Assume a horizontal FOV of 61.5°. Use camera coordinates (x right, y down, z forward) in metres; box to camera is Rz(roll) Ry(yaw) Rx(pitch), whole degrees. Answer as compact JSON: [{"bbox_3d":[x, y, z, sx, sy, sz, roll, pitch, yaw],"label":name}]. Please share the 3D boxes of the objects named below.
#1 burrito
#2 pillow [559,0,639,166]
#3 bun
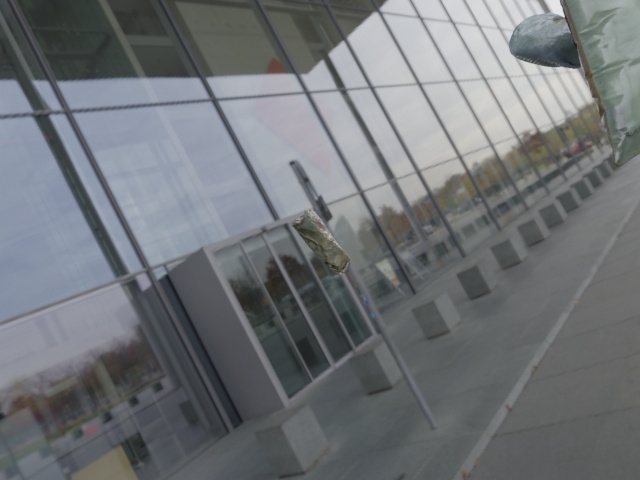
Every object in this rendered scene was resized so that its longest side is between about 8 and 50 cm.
[{"bbox_3d":[0.000,0.000,0.843,0.041,0.149,0.055,-34,38,7],"label":"burrito"},{"bbox_3d":[0.511,-0.287,0.801,0.313,0.309,0.119,-15,-1,-16],"label":"pillow"},{"bbox_3d":[0.399,-0.346,0.929,0.141,0.141,0.083,-21,-50,-63],"label":"bun"}]
